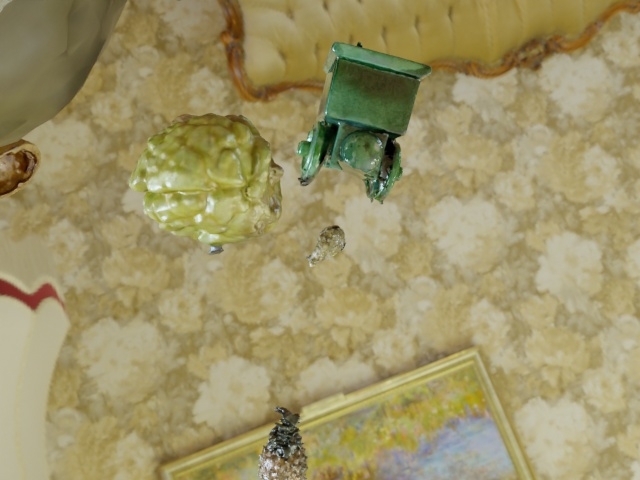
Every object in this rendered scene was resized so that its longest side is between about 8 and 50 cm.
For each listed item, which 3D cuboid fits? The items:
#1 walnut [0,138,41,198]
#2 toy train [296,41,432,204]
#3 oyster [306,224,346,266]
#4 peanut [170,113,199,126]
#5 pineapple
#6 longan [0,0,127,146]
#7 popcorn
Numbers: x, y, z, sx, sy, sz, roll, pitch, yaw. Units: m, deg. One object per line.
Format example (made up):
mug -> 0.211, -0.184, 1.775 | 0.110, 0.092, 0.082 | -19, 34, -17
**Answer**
walnut -> -0.620, -0.145, 1.419 | 0.167, 0.087, 0.211 | -44, 179, -8
toy train -> 0.050, -0.161, 1.070 | 0.145, 0.201, 0.266 | 14, -174, -5
oyster -> 0.000, 0.000, 1.140 | 0.081, 0.038, 0.083 | -35, -153, -11
peanut -> -0.278, -0.243, 1.907 | 0.226, 0.108, 0.095 | 31, 108, -28
pineapple -> -0.069, 0.418, 1.519 | 0.108, 0.108, 0.197 | -14, 127, -34
longan -> -0.289, -0.233, 0.459 | 0.391, 0.390, 0.391 | -21, 169, -4
popcorn -> -0.120, -0.059, 0.833 | 0.174, 0.142, 0.173 | -18, 160, -7
